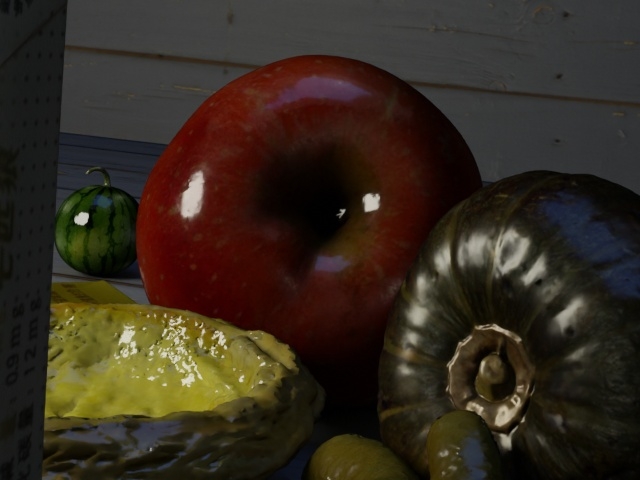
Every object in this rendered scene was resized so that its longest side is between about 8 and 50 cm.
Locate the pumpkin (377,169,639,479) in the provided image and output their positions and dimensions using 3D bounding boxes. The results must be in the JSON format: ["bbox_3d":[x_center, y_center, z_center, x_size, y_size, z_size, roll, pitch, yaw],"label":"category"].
[{"bbox_3d":[0.136,0.080,0.631,0.219,0.219,0.162,14,3,39],"label":"pumpkin"}]

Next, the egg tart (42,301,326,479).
[{"bbox_3d":[-0.135,0.107,0.674,0.279,0.095,0.279,1,14,0],"label":"egg tart"}]

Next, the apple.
[{"bbox_3d":[0.000,0.000,0.880,0.260,0.260,0.216,5,-13,-2],"label":"apple"}]

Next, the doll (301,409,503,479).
[{"bbox_3d":[0.049,0.150,0.542,0.137,0.097,0.209,-41,22,-16],"label":"doll"}]

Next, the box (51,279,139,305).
[{"bbox_3d":[-0.279,0.068,0.947,0.279,0.041,0.153,-1,13,-30],"label":"box"}]

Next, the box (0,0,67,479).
[{"bbox_3d":[-0.217,0.010,0.469,0.210,0.330,0.095,8,9,16],"label":"box"}]

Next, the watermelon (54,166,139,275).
[{"bbox_3d":[-0.233,-0.016,1.261,0.109,0.109,0.109,5,10,-1],"label":"watermelon"}]
